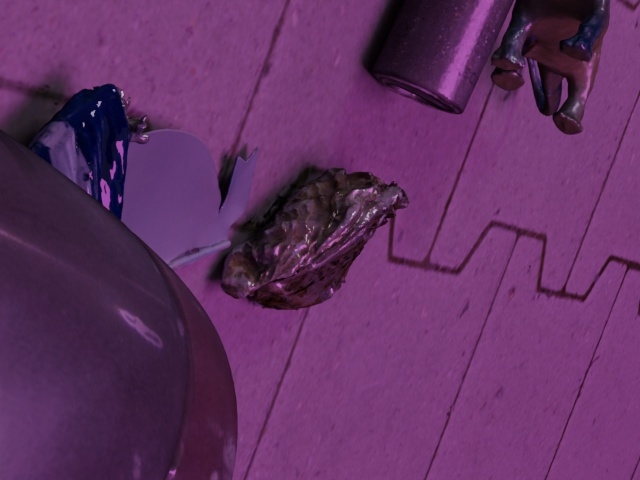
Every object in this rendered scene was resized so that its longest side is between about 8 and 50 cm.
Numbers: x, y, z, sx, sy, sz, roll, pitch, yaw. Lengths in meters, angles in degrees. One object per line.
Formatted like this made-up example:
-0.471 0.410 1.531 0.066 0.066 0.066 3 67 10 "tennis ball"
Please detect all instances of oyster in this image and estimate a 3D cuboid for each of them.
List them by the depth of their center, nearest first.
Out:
0.000 0.000 1.194 0.125 0.064 0.177 -56 166 10 "oyster"

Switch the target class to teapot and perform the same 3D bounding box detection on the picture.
-0.231 0.061 0.670 0.315 0.233 0.312 -36 144 3 "teapot"

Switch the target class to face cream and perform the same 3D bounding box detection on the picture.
0.125 -0.229 1.224 0.283 0.073 0.073 -66 154 -4 "face cream"

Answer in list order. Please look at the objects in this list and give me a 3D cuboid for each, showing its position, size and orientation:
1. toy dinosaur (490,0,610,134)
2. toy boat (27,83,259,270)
0.181 -0.162 1.272 0.363 0.076 0.147 93 18 -62 "toy dinosaur"
-0.102 0.003 1.004 0.291 0.067 0.220 -22 129 -58 "toy boat"
